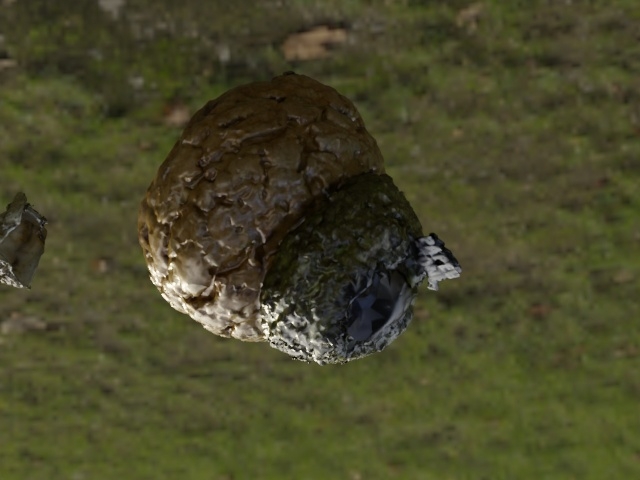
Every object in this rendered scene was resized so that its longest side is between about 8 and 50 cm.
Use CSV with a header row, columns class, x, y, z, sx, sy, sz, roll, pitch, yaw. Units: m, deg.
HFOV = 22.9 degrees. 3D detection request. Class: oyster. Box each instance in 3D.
class,x,y,z,sx,sy,sz,roll,pitch,yaw
oyster,-0.177,0.000,0.911,0.034,0.051,0.093,15,167,5

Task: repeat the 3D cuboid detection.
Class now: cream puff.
class,x,y,z,sx,sy,sz,roll,pitch,yaw
cream puff,0.000,0.000,1.018,0.169,0.183,0.183,34,-175,35
